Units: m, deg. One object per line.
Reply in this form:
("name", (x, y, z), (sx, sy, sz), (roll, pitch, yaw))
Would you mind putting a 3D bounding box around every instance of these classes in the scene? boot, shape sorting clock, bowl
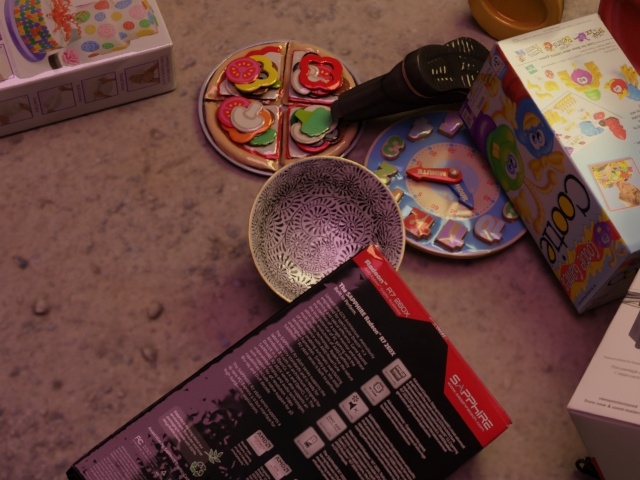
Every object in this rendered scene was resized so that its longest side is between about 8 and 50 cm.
("boot", (0.114, -0.181, 1.510), (0.198, 0.137, 0.077), (-1, 74, -52))
("shape sorting clock", (0.151, -0.069, 1.467), (0.206, 0.040, 0.206), (1, 60, -2))
("bowl", (0.000, 0.000, 1.385), (0.170, 0.080, 0.170), (2, 79, -11))

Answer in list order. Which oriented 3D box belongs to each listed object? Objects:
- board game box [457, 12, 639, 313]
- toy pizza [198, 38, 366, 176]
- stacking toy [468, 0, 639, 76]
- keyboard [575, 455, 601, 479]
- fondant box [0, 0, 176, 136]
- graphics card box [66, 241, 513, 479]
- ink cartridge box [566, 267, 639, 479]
("board game box", (0.292, -0.086, 1.405), (0.144, 0.142, 0.275), (-18, 66, -23))
("toy pizza", (-0.044, -0.163, 1.518), (0.201, 0.032, 0.201), (1, 59, -2))
("stacking toy", (0.352, -0.337, 1.509), (0.309, 0.279, 0.130), (25, 51, 13))
("keyboard", (0.299, 0.309, 1.260), (0.317, 0.033, 0.202), (19, 60, 7))
("fondant box", (-0.361, -0.250, 1.517), (0.330, 0.096, 0.238), (-17, 62, -12))
("graphics card box", (-0.027, 0.200, 1.235), (0.371, 0.094, 0.233), (-37, 88, -22))
("ink cartridge box", (0.350, 0.128, 1.241), (0.100, 0.172, 0.237), (10, 54, 39))
